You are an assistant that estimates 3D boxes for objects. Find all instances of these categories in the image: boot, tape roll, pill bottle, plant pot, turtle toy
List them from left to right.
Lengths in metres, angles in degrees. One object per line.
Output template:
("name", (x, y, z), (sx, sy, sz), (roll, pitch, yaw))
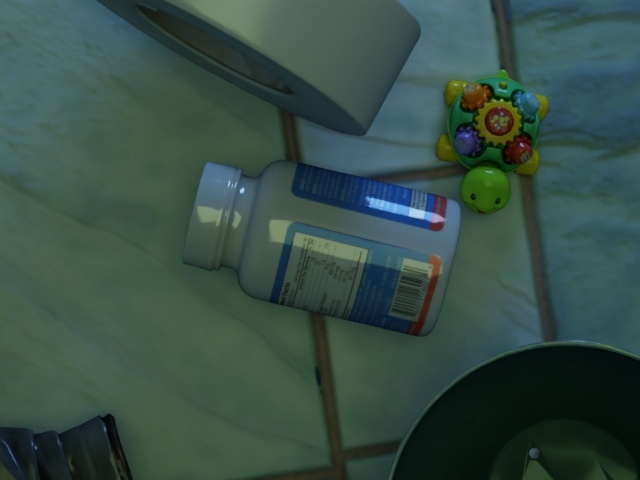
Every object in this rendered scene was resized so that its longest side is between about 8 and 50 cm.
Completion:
("boot", (-0.278, 0.175, 1.485), (0.222, 0.118, 0.338), (-13, 99, -5))
("tape roll", (-0.064, -0.195, 1.411), (0.286, 0.286, 0.100), (29, 87, 0))
("pill bottle", (0.000, 0.000, 1.485), (0.221, 0.124, 0.124), (14, 87, -1))
("turtle toy", (0.151, -0.086, 1.522), (0.095, 0.066, 0.130), (9, 87, -1))
("plant pot", (0.204, 0.224, 1.437), (0.290, 0.195, 0.290), (0, 89, 8))
